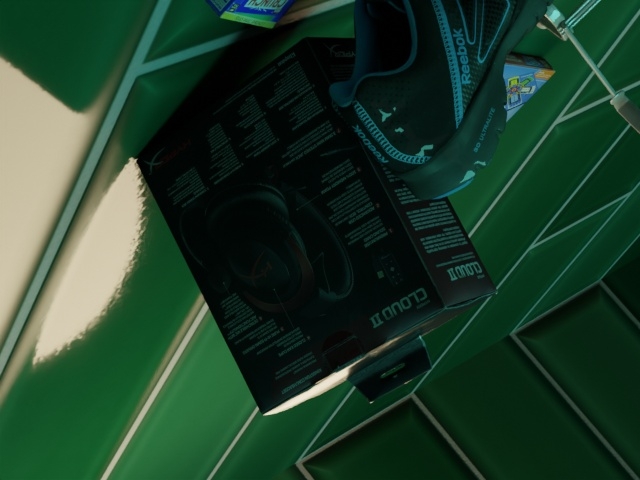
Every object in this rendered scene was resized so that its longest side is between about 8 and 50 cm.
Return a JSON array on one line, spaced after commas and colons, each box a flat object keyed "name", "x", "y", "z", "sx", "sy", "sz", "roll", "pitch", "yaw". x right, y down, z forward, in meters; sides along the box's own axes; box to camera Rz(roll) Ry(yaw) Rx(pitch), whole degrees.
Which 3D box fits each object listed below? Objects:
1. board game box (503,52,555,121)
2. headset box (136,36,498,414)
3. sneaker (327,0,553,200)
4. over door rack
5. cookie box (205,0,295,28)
[{"name": "board game box", "x": 0.180, "y": -0.168, "z": 1.906, "sx": 0.145, "sy": 0.027, "sz": 0.281, "roll": -45, "pitch": 163, "yaw": 21}, {"name": "headset box", "x": 0.000, "y": 0.000, "z": 1.404, "sx": 0.218, "sy": 0.293, "sz": 0.110, "roll": -33, "pitch": 169, "yaw": 30}, {"name": "sneaker", "x": 0.111, "y": -0.208, "z": 1.336, "sx": 0.125, "sy": 0.139, "sz": 0.341, "roll": -17, "pitch": -133, "yaw": 47}, {"name": "over door rack", "x": 0.379, "y": -0.288, "z": 1.837, "sx": 0.239, "sy": 0.108, "sz": 0.324, "roll": -43, "pitch": 143, "yaw": 9}, {"name": "cookie box", "x": -0.036, "y": -0.222, "z": 1.260, "sx": 0.107, "sy": 0.040, "sz": 0.092, "roll": -45, "pitch": 164, "yaw": 20}]
